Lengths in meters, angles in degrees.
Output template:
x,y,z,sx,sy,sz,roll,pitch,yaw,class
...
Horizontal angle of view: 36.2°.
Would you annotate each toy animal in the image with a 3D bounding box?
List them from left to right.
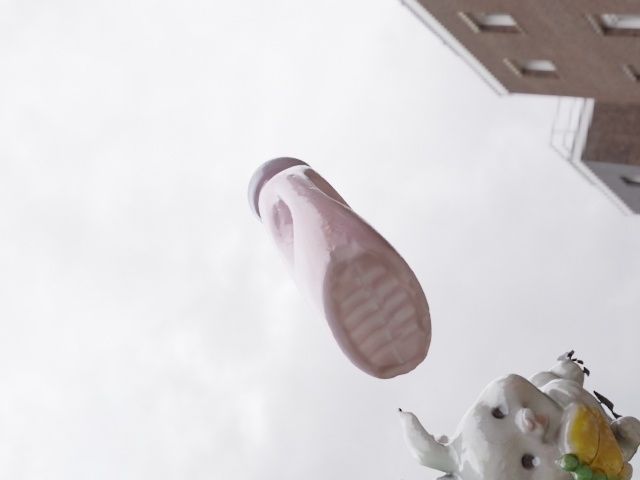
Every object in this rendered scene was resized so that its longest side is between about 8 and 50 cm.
x,y,z,sx,sy,sz,roll,pitch,yaw,class
0.267,0.263,1.286,0.310,0.247,0.183,-10,-102,-42,toy animal

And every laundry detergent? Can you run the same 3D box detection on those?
x,y,z,sx,sy,sz,roll,pitch,yaw,class
0.000,0.000,0.924,0.088,0.335,0.159,-28,-63,-5,laundry detergent
